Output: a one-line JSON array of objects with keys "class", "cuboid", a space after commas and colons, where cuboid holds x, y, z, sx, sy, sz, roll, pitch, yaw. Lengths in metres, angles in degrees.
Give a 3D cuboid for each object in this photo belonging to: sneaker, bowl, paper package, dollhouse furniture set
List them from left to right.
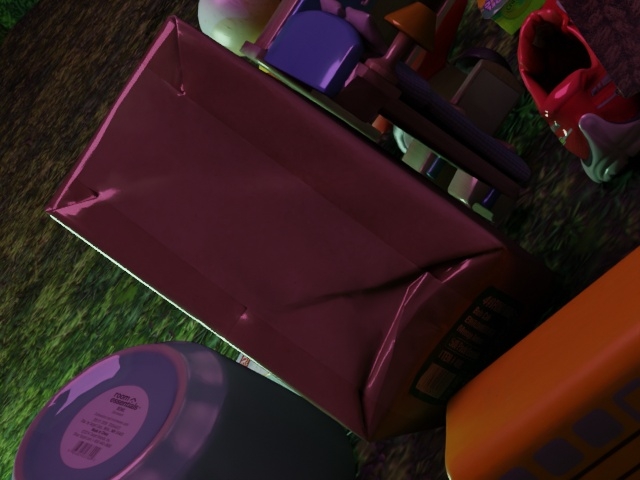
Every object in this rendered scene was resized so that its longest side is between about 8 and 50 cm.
[{"class": "bowl", "cuboid": [-0.143, 0.206, 1.679, 0.311, 0.163, 0.311, -26, 33, 18]}, {"class": "paper package", "cuboid": [0.000, 0.000, 1.476, 0.168, 0.309, 0.325, -56, -13, 3]}, {"class": "dollhouse furniture set", "cuboid": [0.120, -0.149, 1.615, 0.198, 0.286, 0.303, -56, 24, 2]}, {"class": "sneaker", "cuboid": [0.219, -0.163, 1.685, 0.107, 0.118, 0.279, -44, 22, 20]}]

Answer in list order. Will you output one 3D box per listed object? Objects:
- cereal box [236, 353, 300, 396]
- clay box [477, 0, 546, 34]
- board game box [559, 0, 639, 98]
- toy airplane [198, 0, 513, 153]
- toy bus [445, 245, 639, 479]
[{"class": "cereal box", "cuboid": [0.018, 0.063, 1.851, 0.240, 0.047, 0.173, -19, 38, 57]}, {"class": "clay box", "cuboid": [0.215, -0.297, 2.013, 0.127, 0.053, 0.222, -44, 23, 23]}, {"class": "board game box", "cuboid": [0.288, -0.290, 1.601, 0.232, 0.141, 0.291, -30, 30, 17]}, {"class": "toy airplane", "cuboid": [-0.026, -0.145, 1.960, 0.384, 0.272, 0.386, -41, 4, 4]}, {"class": "toy bus", "cuboid": [0.193, 0.108, 1.275, 0.332, 0.130, 0.108, -42, 23, 27]}]
